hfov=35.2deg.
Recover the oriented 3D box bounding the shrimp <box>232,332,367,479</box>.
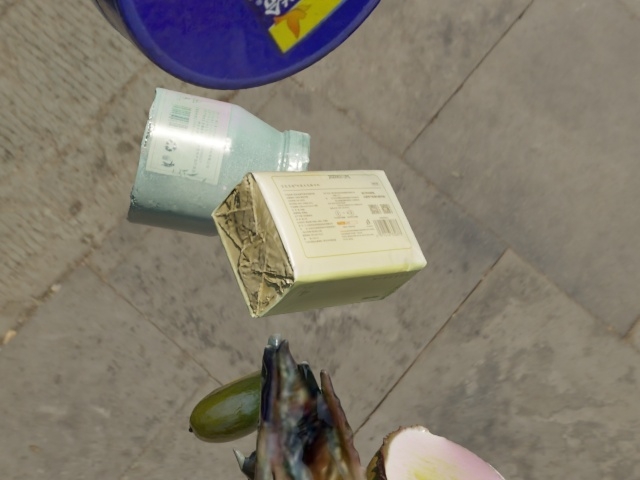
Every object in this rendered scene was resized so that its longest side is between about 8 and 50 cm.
[{"bbox_3d":[-0.028,0.205,0.513,0.164,0.062,0.317,-8,97,-6],"label":"shrimp"}]

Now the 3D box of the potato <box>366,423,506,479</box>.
[{"bbox_3d":[0.110,0.418,1.318,0.229,0.229,0.266,30,113,5],"label":"potato"}]

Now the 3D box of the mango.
[{"bbox_3d":[-0.124,0.279,1.749,0.137,0.237,0.091,-15,93,39],"label":"mango"}]

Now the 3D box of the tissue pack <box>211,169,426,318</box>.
[{"bbox_3d":[0.000,0.000,1.299,0.234,0.125,0.159,-6,65,-42],"label":"tissue pack"}]

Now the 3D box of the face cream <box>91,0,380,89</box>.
[{"bbox_3d":[-0.049,-0.197,0.563,0.206,0.206,0.111,-36,54,-8],"label":"face cream"}]

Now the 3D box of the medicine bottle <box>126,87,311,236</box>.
[{"bbox_3d":[-0.177,-0.121,1.791,0.290,0.245,0.245,13,77,-9],"label":"medicine bottle"}]
